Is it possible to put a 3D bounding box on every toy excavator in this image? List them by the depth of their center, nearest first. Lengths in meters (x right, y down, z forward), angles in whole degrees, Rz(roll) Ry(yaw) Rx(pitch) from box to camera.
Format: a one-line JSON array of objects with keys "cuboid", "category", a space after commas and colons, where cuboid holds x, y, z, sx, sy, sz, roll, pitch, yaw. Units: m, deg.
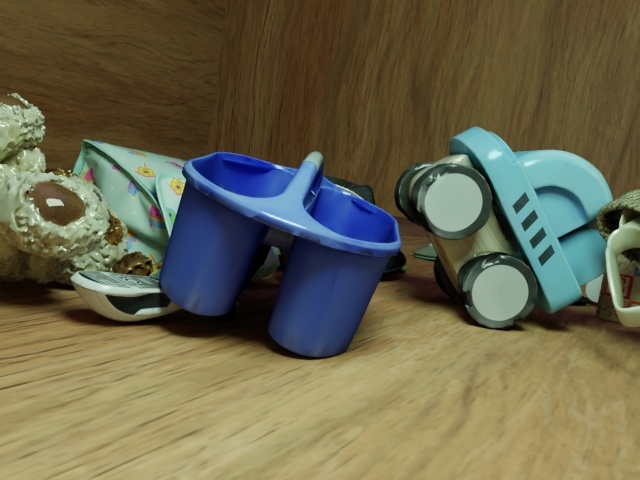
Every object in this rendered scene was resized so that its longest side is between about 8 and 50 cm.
[{"cuboid": [0.396, -0.016, 1.058, 0.445, 0.433, 0.222, -28, 6, 2], "category": "toy excavator"}]

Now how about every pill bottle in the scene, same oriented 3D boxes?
[{"cuboid": [0.573, 0.097, 1.365, 0.120, 0.067, 0.067, 3, 8, -42], "category": "pill bottle"}]

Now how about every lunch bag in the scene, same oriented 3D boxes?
[{"cuboid": [-0.209, -0.026, 1.004, 0.262, 0.160, 0.223, 32, 14, 31], "category": "lunch bag"}]

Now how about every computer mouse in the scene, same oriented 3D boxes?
[{"cuboid": [-0.182, 0.064, 0.745, 0.106, 0.042, 0.193, 20, 6, 39], "category": "computer mouse"}]

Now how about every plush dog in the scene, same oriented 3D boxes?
[{"cuboid": [-0.319, -0.012, 0.805, 0.262, 0.210, 0.225, 48, 14, 34], "category": "plush dog"}]

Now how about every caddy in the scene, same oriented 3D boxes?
[{"cuboid": [-0.036, -0.016, 0.786, 0.241, 0.179, 0.341, 22, 12, 0], "category": "caddy"}]

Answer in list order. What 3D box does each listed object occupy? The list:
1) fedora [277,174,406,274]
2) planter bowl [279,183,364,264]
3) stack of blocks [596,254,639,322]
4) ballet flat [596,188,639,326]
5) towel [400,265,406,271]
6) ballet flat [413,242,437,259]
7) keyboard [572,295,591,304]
[{"cuboid": [0.020, -0.039, 1.308, 0.334, 0.152, 0.334, 9, 13, -2], "category": "fedora"}, {"cuboid": [0.000, 0.000, 1.099, 0.162, 0.109, 0.162, 9, 46, -9], "category": "planter bowl"}, {"cuboid": [0.642, 0.076, 1.180, 0.297, 0.171, 0.087, 11, 7, 18], "category": "stack of blocks"}, {"cuboid": [0.431, 0.076, 0.773, 0.182, 0.164, 0.483, -13, 28, 7], "category": "ballet flat"}, {"cuboid": [0.099, 0.042, 1.433, 0.152, 0.023, 0.113, 11, 9, 3], "category": "towel"}, {"cuboid": [0.322, 0.025, 1.657, 0.213, 0.068, 0.072, 13, 7, 37], "category": "ballet flat"}, {"cuboid": [0.416, 0.101, 1.324, 0.180, 0.023, 0.108, 6, 13, -29], "category": "keyboard"}]
